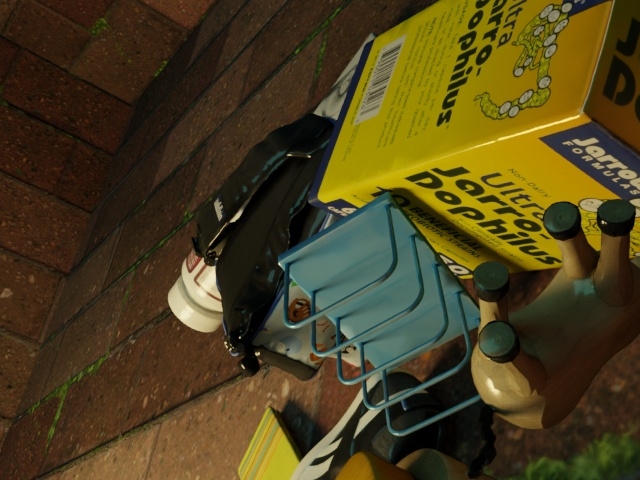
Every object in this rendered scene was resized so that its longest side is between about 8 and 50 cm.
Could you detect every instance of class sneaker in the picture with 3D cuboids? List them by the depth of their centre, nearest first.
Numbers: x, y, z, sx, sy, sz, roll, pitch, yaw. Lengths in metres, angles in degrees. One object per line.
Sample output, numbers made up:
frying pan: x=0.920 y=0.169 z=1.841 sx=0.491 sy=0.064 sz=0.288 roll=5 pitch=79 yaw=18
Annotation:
sneaker: x=0.041 y=0.231 z=0.799 sx=0.216 sy=0.079 sz=0.121 roll=-60 pitch=23 yaw=3

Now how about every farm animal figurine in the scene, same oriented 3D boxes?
farm animal figurine: x=0.261 y=0.003 z=0.452 sx=0.331 sy=0.172 sz=0.326 roll=3 pitch=58 yaw=25

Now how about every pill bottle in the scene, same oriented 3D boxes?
pill bottle: x=-0.139 y=0.034 z=1.311 sx=0.221 sy=0.121 sz=0.121 roll=-50 pitch=27 yaw=26

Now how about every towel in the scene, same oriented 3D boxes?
towel: x=-0.049 y=0.283 z=0.976 sx=0.102 sy=0.021 sz=0.237 roll=-65 pitch=19 yaw=4

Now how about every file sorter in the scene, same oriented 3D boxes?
file sorter: x=0.060 y=0.070 z=0.730 sx=0.118 sy=0.170 sz=0.104 roll=-31 pitch=30 yaw=19

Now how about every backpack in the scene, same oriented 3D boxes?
backpack: x=0.000 y=0.000 z=0.966 sx=0.263 sy=0.213 sz=0.276 roll=-63 pitch=29 yaw=20

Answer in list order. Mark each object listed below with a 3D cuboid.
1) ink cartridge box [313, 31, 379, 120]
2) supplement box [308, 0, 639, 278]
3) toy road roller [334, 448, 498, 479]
ink cartridge box: x=0.052 y=-0.179 z=1.244 sx=0.224 sy=0.045 sz=0.223 roll=-55 pitch=25 yaw=17
supplement box: x=0.178 y=-0.100 z=0.728 sx=0.357 sy=0.194 sz=0.195 roll=-14 pitch=52 yaw=60
toy road roller: x=0.039 y=0.284 z=0.616 sx=0.329 sy=0.203 sz=0.240 roll=-59 pitch=13 yaw=10
